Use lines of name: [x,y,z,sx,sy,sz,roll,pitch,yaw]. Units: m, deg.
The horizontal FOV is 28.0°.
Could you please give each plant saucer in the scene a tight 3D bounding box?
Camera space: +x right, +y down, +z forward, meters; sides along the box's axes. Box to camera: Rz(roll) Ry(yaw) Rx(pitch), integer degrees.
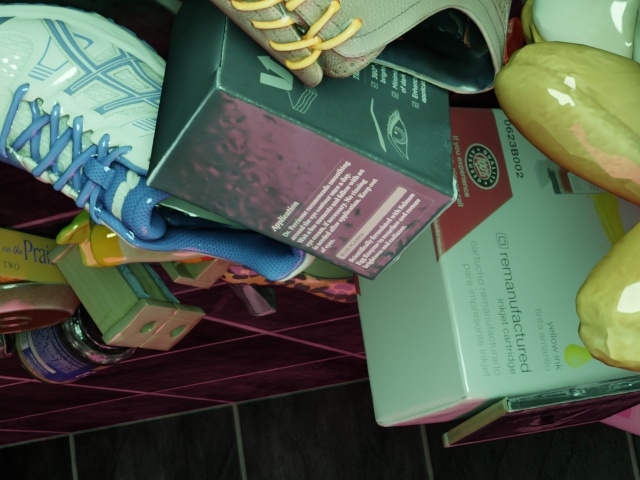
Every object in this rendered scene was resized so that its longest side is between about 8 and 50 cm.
plant saucer: [-0.349,0.080,1.446,0.168,0.029,0.168,-8,167,-2]

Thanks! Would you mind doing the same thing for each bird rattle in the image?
bird rattle: [-0.092,-0.024,1.037,0.253,0.143,0.207,0,-160,-1]

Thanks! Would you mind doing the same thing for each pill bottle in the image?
pill bottle: [-0.303,0.110,1.665,0.122,0.123,0.219,1,165,-36]

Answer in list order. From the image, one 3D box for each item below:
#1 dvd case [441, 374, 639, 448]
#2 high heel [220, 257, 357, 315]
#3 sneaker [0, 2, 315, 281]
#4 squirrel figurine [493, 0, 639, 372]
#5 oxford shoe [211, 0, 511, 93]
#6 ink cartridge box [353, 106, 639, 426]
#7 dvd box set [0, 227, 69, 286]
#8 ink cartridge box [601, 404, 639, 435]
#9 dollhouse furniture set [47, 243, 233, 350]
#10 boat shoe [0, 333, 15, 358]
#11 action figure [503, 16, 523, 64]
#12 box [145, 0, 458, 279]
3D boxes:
dvd case: [0.216,0.156,1.178,0.164,0.018,0.221,-8,164,-11]
high heel: [0.000,0.000,1.509,0.261,0.093,0.186,-21,146,6]
sneaker: [-0.127,-0.063,0.817,0.296,0.131,0.112,16,119,-5]
squirrel figurine: [0.290,-0.089,0.702,0.396,0.281,0.370,7,-171,-6]
oxford shoe: [-0.011,-0.157,0.650,0.130,0.133,0.363,-20,163,42]
ink cartridge box: [0.234,0.022,1.278,0.384,0.279,0.160,-1,164,-30]
dvd box set: [-0.483,0.040,1.376,0.307,0.062,0.420,-15,166,22]
ink cartridge box: [0.317,0.152,1.775,0.324,0.071,0.330,16,160,49]
dollhouse furniture set: [-0.168,0.011,1.399,0.183,0.129,0.129,-43,158,13]
boat shoe: [-0.466,0.147,1.891,0.049,0.056,0.152,-10,178,-15]
action figure: [-0.007,-0.100,0.913,0.280,0.091,0.139,-16,-150,34]
box: [-0.009,-0.083,0.775,0.158,0.156,0.093,24,133,-21]
